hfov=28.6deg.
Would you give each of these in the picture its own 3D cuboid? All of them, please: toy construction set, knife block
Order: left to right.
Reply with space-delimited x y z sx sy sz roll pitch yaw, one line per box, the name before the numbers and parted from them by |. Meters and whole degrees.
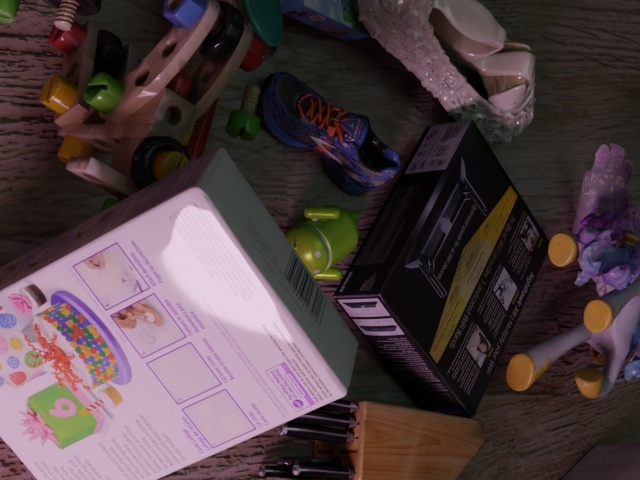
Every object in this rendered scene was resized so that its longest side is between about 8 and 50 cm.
toy construction set | -0.182 -0.105 1.286 0.309 0.257 0.237 46 55 -63
knife block | 0.053 0.228 1.504 0.275 0.088 0.242 -43 111 -38

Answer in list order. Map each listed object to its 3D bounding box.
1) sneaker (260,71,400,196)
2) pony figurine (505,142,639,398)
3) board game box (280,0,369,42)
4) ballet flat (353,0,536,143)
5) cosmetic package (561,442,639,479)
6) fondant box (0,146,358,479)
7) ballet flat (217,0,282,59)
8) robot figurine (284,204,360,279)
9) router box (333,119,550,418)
sneaker | 0.017 -0.139 1.544 0.221 0.087 0.083 34 60 -33
pony figurine | 0.435 0.061 1.782 0.363 0.302 0.351 -4 114 -52
board game box | -0.003 -0.341 1.545 0.211 0.039 0.160 2 80 -66
ballet flat | 0.203 -0.241 1.666 0.409 0.147 0.147 29 63 -45
cosmetic package | 0.384 0.429 1.681 0.385 0.217 0.156 -34 104 -39
fondant box | -0.166 0.093 1.169 0.238 0.330 0.096 56 22 -19
ballet flat | -0.110 -0.310 1.413 0.107 0.106 0.316 42 33 -47
robot figurine | 0.000 0.000 1.515 0.115 0.067 0.101 -34 136 -42
router box | 0.168 0.036 1.633 0.243 0.081 0.309 53 52 -31
